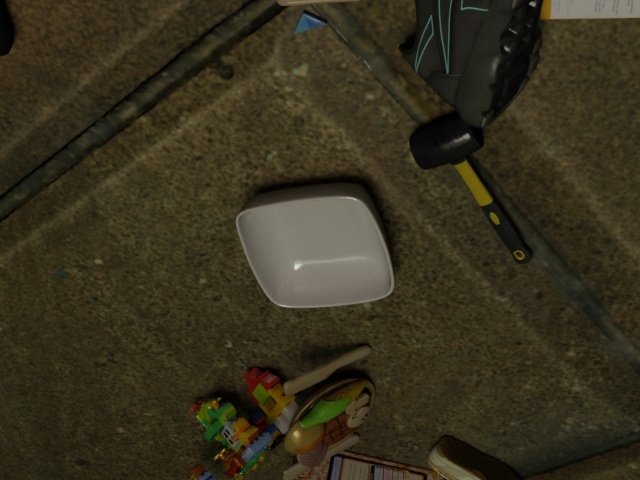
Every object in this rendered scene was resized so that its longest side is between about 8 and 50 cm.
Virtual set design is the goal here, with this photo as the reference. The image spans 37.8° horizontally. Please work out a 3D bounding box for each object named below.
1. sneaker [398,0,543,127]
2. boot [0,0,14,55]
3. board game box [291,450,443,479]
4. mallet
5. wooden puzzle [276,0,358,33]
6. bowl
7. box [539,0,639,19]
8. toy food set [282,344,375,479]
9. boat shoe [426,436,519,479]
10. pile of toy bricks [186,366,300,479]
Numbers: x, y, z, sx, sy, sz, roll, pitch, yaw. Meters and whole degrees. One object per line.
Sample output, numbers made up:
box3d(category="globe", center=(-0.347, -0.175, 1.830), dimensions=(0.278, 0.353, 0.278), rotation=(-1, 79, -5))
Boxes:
box3d(category="sneaker", center=(0.119, -0.198, 0.676), dimensions=(0.106, 0.101, 0.267), rotation=(39, 145, 19))
box3d(category="boot", center=(-0.271, -0.221, 0.795), dimensions=(0.099, 0.045, 0.121), rotation=(-13, 124, 22))
box3d(category="board game box", center=(0.050, 0.338, 1.159), dimensions=(0.193, 0.146, 0.045), rotation=(13, 133, 1))
box3d(category="mallet", center=(0.143, -0.039, 0.878), dimensions=(0.062, 0.039, 0.189), rotation=(-13, 131, 23))
box3d(category="wooden puzzle", center=(-0.006, -0.222, 0.756), dimensions=(0.079, 0.014, 0.116), rotation=(-4, 131, 16))
box3d(category="bowl", center=(0.000, 0.000, 0.929), dimensions=(0.142, 0.053, 0.142), rotation=(-6, 129, 18))
box3d(category="box", center=(0.232, -0.210, 0.707), dimensions=(0.136, 0.028, 0.081), rotation=(1, 131, 9))
box3d(category="toy food set", center=(0.014, 0.214, 1.082), dimensions=(0.132, 0.038, 0.192), rotation=(-23, 139, -25))
box3d(category="boat shoe", center=(0.192, 0.291, 1.156), dimensions=(0.135, 0.050, 0.045), rotation=(36, 133, -6))
box3d(category="pile of toy bricks", center=(-0.116, 0.234, 1.145), dimensions=(0.105, 0.118, 0.212), rotation=(47, 142, 12))
